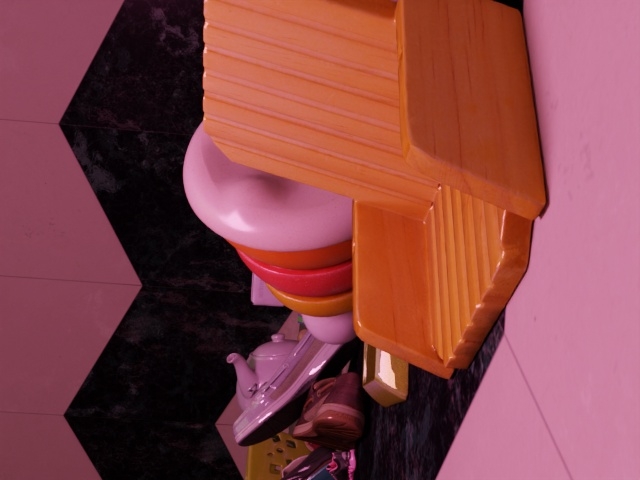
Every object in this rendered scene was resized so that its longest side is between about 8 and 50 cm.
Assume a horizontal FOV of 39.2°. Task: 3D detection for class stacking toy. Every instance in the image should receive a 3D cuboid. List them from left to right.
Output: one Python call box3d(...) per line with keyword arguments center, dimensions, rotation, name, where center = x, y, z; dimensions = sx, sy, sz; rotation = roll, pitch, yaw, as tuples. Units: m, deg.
box3d(center=(0.000, 0.000, 1.445), dimensions=(0.480, 0.350, 0.351), rotation=(78, -170, -50), name="stacking toy")

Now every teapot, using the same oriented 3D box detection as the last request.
box3d(center=(-0.089, 0.320, 2.209), dimensions=(0.256, 0.252, 0.187), rotation=(-117, 22, -88), name="teapot")

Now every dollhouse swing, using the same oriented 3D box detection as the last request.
box3d(center=(0.020, -0.064, 0.923), dimensions=(0.347, 0.304, 0.315), rotation=(103, 170, -57), name="dollhouse swing")

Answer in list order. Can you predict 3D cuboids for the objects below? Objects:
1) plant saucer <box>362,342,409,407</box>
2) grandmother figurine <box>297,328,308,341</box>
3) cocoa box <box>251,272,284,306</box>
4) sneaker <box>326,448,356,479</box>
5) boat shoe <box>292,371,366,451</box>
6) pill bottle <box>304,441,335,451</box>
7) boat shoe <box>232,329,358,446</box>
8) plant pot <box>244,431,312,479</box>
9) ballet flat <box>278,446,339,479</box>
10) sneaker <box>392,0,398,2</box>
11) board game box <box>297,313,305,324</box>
box3d(center=(0.097, 0.153, 1.366), dimensions=(0.188, 0.045, 0.188), rotation=(111, 162, -75), name="plant saucer")
box3d(center=(-0.032, 0.386, 2.462), dimensions=(0.342, 0.104, 0.208), rotation=(-91, -6, -70), name="grandmother figurine")
box3d(center=(-0.009, -0.056, 1.734), dimensions=(0.347, 0.228, 0.231), rotation=(-93, 9, -59), name="cocoa box")
box3d(center=(0.038, 0.450, 1.758), dimensions=(0.047, 0.057, 0.119), rotation=(-95, 9, -52), name="sneaker")
box3d(center=(0.025, 0.328, 1.746), dimensions=(0.342, 0.123, 0.123), rotation=(110, 174, -68), name="boat shoe")
box3d(center=(0.012, 0.396, 1.956), dimensions=(0.152, 0.086, 0.086), rotation=(99, 173, -48), name="pill bottle")
box3d(center=(-0.064, 0.286, 1.830), dimensions=(0.320, 0.103, 0.118), rotation=(-47, -28, 0), name="boat shoe")
box3d(center=(-0.078, 0.600, 2.140), dimensions=(0.227, 0.207, 0.228), rotation=(-90, 6, -46), name="plant pot")
box3d(center=(-0.073, 0.536, 1.904), dimensions=(0.096, 0.280, 0.095), rotation=(39, 158, 55), name="ballet flat")
box3d(center=(0.080, -0.364, 1.559), dimensions=(0.180, 0.124, 0.321), rotation=(129, 145, -80), name="sneaker")
box3d(center=(0.008, 0.096, 2.095), dimensions=(0.201, 0.035, 0.136), rotation=(-43, -36, -58), name="board game box")
